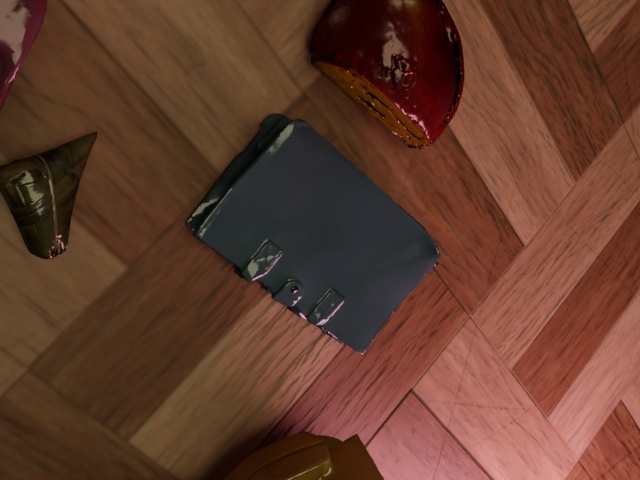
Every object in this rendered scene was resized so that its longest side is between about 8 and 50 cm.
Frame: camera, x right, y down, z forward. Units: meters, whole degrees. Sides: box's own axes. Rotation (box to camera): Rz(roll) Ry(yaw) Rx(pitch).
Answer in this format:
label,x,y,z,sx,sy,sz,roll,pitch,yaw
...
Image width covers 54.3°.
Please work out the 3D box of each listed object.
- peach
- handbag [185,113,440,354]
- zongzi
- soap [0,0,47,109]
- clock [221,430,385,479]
label,x,y,z,sx,sy,sz,roll,pitch,yaw
peach,0.074,-0.159,0.569,0.127,0.092,0.172,-39,114,-21
handbag,0.000,0.000,0.585,0.221,0.057,0.144,39,87,-31
zongzi,-0.195,-0.034,0.477,0.083,0.040,0.076,-35,123,-39
soap,-0.358,-0.115,0.308,0.359,0.128,0.233,25,86,-32
clock,-0.071,0.331,0.540,0.317,0.200,0.244,-19,106,-17
